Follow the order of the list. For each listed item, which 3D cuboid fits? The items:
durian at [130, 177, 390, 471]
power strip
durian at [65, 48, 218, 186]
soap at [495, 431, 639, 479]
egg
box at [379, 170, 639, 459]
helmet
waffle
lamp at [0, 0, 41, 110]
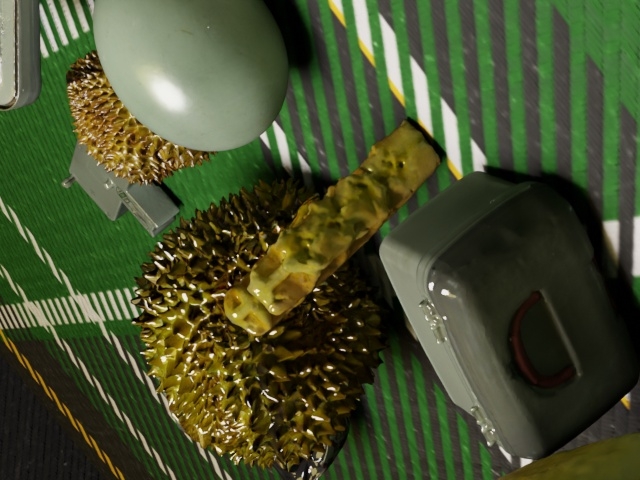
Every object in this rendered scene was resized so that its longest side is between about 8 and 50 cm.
[{"bbox_3d":[-0.057,0.078,1.645,0.258,0.258,0.293,24,134,46],"label":"durian"},{"bbox_3d":[-0.231,-0.069,1.939,0.145,0.061,0.215,47,160,4],"label":"power strip"},{"bbox_3d":[-0.179,-0.126,1.651,0.168,0.137,0.158,41,139,-5],"label":"durian"},{"bbox_3d":[0.152,0.246,1.290,0.115,0.427,0.306,59,161,10],"label":"soap"},{"bbox_3d":[-0.112,-0.165,1.419,0.192,0.149,0.149,47,159,1],"label":"egg"},{"bbox_3d":[0.150,0.058,1.322,0.129,0.148,0.210,29,151,57],"label":"box"},{"bbox_3d":[-0.025,0.200,1.962,0.153,0.107,0.177,44,140,16],"label":"helmet"},{"bbox_3d":[0.000,0.000,1.408,0.055,0.211,0.160,47,158,1],"label":"waffle"},{"bbox_3d":[-0.394,-0.282,1.671,0.269,0.047,0.266,16,117,28],"label":"lamp"}]
